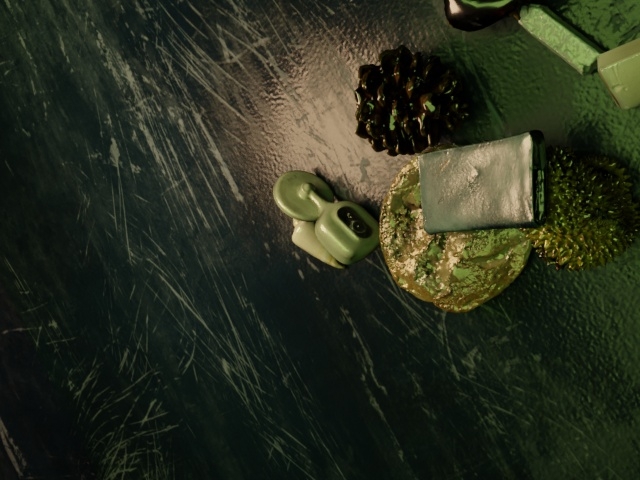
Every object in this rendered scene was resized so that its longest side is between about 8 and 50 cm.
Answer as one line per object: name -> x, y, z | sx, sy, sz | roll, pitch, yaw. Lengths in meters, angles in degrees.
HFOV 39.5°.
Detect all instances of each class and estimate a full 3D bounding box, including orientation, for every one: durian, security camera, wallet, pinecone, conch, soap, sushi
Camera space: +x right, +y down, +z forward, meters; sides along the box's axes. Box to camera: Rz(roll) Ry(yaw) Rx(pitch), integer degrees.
durian -> 0.504, -0.073, 1.814 | 0.258, 0.258, 0.293 | -39, 73, 32
security camera -> 0.016, -0.073, 2.164 | 0.301, 0.157, 0.080 | 44, 142, 14
wallet -> 0.328, -0.111, 1.843 | 0.379, 0.046, 0.190 | -4, 91, 62
pinecone -> 0.201, -0.310, 1.967 | 0.257, 0.243, 0.243 | -12, 94, 19
conch -> 0.000, -0.002, 2.231 | 0.104, 0.094, 0.176 | -44, 78, -5
soap -> 0.649, -0.337, 1.735 | 0.183, 0.064, 0.121 | -20, 127, 33
sushi -> 0.344, -0.542, 1.832 | 0.204, 0.213, 0.200 | -7, 117, 16

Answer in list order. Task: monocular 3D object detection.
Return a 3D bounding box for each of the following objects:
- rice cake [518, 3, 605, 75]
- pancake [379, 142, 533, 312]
rice cake -> 0.500, -0.417, 1.843 | 0.206, 0.069, 0.063 | 43, 117, 15
pancake -> 0.306, -0.029, 2.037 | 0.387, 0.082, 0.387 | 3, 97, 30
